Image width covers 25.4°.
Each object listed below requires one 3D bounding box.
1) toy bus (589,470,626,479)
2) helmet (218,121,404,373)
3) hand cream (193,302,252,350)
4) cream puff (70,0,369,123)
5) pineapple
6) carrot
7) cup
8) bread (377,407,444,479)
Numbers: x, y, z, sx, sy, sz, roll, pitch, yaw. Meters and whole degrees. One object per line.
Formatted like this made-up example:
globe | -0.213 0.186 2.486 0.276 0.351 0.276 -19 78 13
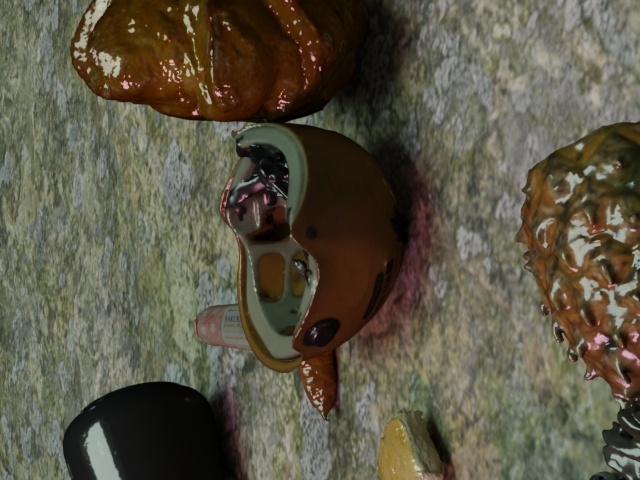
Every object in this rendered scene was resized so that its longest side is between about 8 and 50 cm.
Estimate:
toy bus | 0.153 0.212 0.992 0.174 0.079 0.077 -32 70 58
helmet | 0.000 0.000 1.233 0.198 0.130 0.224 -119 26 -46
hand cream | -0.070 0.090 1.464 0.209 0.043 0.067 -6 80 57
cream puff | -0.076 -0.177 1.266 0.241 0.269 0.155 13 115 30
pineapple | 0.224 0.082 0.805 0.170 0.141 0.310 -29 68 31
carrot | -0.011 0.059 1.348 0.057 0.057 0.224 -18 78 61
cup | -0.178 0.265 1.566 0.223 0.169 0.176 68 180 -65
bread | 0.074 0.190 1.186 0.083 0.035 0.070 108 149 -42
